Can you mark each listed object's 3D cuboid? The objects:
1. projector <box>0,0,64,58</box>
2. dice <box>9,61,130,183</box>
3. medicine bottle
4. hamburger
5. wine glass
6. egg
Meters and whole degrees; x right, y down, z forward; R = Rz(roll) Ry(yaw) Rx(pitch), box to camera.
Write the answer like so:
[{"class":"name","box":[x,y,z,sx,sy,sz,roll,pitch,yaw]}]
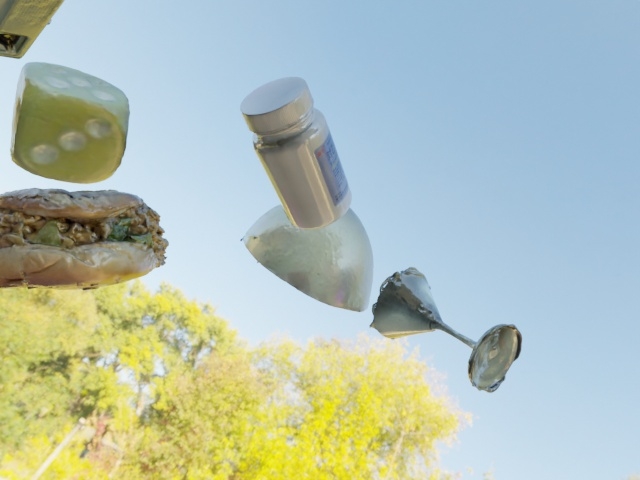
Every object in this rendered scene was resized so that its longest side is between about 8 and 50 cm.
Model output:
[{"class":"projector","box":[-0.347,-0.383,0.482,0.257,0.079,0.259,-22,-89,33]},{"class":"dice","box":[-0.464,-0.215,0.808,0.169,0.169,0.166,52,-56,41]},{"class":"medicine bottle","box":[-0.029,-0.112,0.587,0.102,0.103,0.187,10,-40,34]},{"class":"hamburger","box":[-0.375,0.000,0.658,0.243,0.286,0.146,-1,-86,42]},{"class":"wine glass","box":[0.216,0.154,0.765,0.232,0.156,0.156,28,-27,56]},{"class":"egg","box":[0.000,0.000,1.000,0.337,0.201,0.337,26,10,-5]}]
